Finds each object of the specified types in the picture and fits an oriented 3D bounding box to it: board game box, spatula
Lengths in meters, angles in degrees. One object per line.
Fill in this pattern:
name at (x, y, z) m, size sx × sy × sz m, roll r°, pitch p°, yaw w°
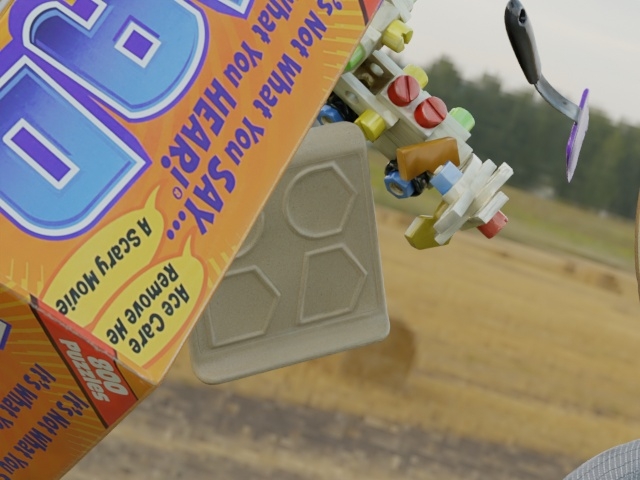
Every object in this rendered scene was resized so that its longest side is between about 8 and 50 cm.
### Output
board game box at (-0.224, -0.088, 1.148) m, size 0.356 × 0.356 × 0.356 m, roll 34°, pitch -32°, yaw -8°
spatula at (0.223, -0.148, 1.797) m, size 0.030 × 0.084 × 0.296 m, roll 8°, pitch -22°, yaw 28°

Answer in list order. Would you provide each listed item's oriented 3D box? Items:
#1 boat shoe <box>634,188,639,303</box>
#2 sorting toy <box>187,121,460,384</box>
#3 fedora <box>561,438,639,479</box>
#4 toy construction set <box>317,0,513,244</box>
boat shoe at (0.318, -0.058, 1.348) m, size 0.123 × 0.342 × 0.123 m, roll 8°, pitch -3°, yaw 35°
sorting toy at (0.000, 0.000, 1.854) m, size 0.307 × 0.229 × 0.041 m, roll -14°, pitch 15°, yaw -18°
fedora at (0.179, 0.236, 1.076) m, size 0.275 × 0.243 × 0.124 m, roll -11°, pitch 0°, yaw -35°
toy construction set at (0.086, -0.141, 1.872) m, size 0.327 × 0.151 × 0.215 m, roll 56°, pitch -27°, yaw 2°
